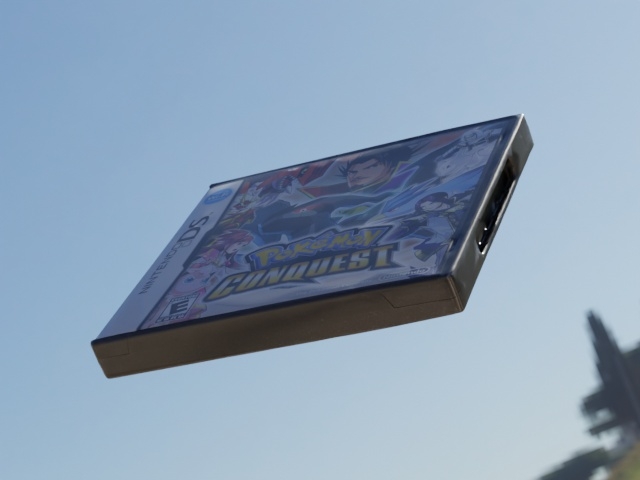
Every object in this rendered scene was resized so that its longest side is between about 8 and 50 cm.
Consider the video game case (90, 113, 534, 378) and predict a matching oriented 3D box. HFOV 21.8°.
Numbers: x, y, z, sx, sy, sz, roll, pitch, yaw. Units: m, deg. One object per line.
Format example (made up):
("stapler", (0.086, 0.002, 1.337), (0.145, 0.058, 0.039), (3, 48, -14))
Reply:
("video game case", (0.000, 0.000, 1.200), (0.274, 0.035, 0.248), (-12, 24, 25))
